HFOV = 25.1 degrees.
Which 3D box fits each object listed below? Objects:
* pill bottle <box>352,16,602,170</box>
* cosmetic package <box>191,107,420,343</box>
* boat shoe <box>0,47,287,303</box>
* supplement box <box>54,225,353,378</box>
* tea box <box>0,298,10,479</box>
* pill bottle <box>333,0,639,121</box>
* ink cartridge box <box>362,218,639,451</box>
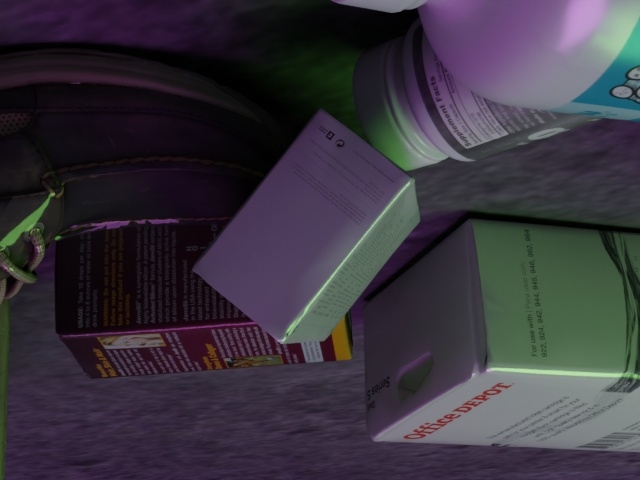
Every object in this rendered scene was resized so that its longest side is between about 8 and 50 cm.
[{"bbox_3d":[0.088,-0.083,0.691,0.137,0.078,0.078,-18,154,34],"label":"pill bottle"},{"bbox_3d":[0.000,0.000,0.765,0.060,0.099,0.239,37,179,6],"label":"cosmetic package"},{"bbox_3d":[-0.194,-0.016,0.753,0.355,0.130,0.132,0,159,-7],"label":"boat shoe"},{"bbox_3d":[-0.075,0.036,0.970,0.188,0.081,0.104,-4,159,2],"label":"supplement box"},{"bbox_3d":[-0.344,0.206,1.033,0.220,0.329,0.323,4,156,-16],"label":"tea box"},{"bbox_3d":[0.134,-0.114,0.525,0.264,0.146,0.146,5,157,-19],"label":"pill bottle"},{"bbox_3d":[0.191,0.078,1.063,0.272,0.115,0.198,5,157,-21],"label":"ink cartridge box"}]
